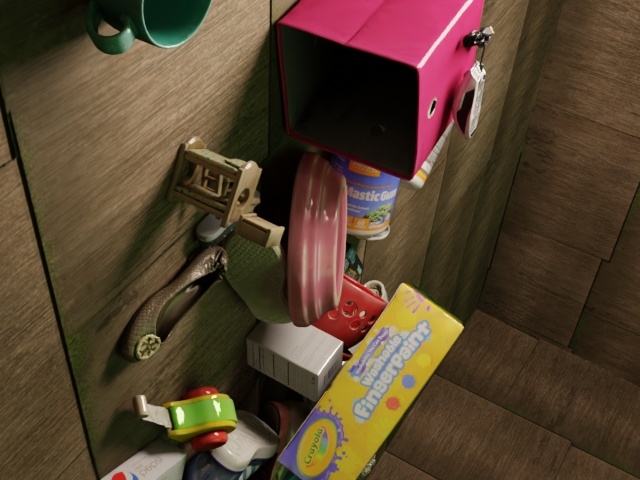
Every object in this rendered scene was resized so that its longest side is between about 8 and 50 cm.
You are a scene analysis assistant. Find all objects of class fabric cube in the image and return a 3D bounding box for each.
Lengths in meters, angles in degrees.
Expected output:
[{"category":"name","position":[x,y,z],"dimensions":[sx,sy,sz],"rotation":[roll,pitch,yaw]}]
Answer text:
[{"category":"fabric cube","position":[0.107,-0.304,1.430],"dimensions":[0.258,0.259,0.254],"rotation":[-53,156,-32]}]

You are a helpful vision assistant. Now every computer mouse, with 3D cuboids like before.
[{"category":"computer mouse","position":[0.248,-0.263,1.410],"dimensions":[0.106,0.042,0.193],"rotation":[-47,147,-57]}]

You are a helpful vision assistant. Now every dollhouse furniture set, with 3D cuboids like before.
[{"category":"dollhouse furniture set","position":[-0.105,-0.079,1.273],"dimensions":[0.161,0.182,0.101],"rotation":[-14,126,-65]}]

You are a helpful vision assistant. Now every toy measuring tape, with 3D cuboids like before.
[{"category":"toy measuring tape","position":[-0.226,0.312,1.518],"dimensions":[0.121,0.121,0.330],"rotation":[-60,160,-13]}]

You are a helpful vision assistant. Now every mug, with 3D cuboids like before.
[{"category":"mug","position":[-0.199,-0.284,0.920],"dimensions":[0.158,0.097,0.129],"rotation":[-35,145,-53]}]

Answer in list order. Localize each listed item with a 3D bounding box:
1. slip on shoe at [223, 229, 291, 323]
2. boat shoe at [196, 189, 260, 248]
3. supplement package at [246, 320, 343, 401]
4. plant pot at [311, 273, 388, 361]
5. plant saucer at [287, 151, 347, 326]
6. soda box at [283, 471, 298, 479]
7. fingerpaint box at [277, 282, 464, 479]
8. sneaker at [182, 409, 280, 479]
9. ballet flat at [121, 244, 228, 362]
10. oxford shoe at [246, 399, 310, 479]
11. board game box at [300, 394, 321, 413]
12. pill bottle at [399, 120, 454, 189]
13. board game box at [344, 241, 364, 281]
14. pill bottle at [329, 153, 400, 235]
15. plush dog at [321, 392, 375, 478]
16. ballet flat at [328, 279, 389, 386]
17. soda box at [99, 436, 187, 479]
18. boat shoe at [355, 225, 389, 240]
[{"category":"slip on shoe","position":[-0.104,0.049,1.559],"dimensions":[0.331,0.123,0.101],"rotation":[73,21,-60]},{"category":"boat shoe","position":[-0.156,-0.038,1.403],"dimensions":[0.142,0.049,0.040],"rotation":[-42,157,-34]},{"category":"supplement package","position":[-0.055,0.239,1.777],"dimensions":[0.105,0.179,0.105],"rotation":[-49,155,-35]},{"category":"plant pot","position":[0.031,0.164,1.911],"dimensions":[0.174,0.191,0.191],"rotation":[-56,160,2]},{"category":"plant saucer","position":[0.000,0.000,1.590],"dimensions":[0.332,0.084,0.332],"rotation":[4,90,-84]},{"category":"soda box","position":[-0.133,0.660,2.237],"dimensions":[0.210,0.071,0.067],"rotation":[-29,139,-59]},{"category":"fingerpaint box","position":[0.127,0.317,1.840],"dimensions":[0.445,0.163,0.371],"rotation":[-55,171,2]},{"category":"sneaker","position":[-0.221,0.499,1.789],"dimensions":[0.236,0.130,0.323],"rotation":[-52,170,6]},{"category":"ballet flat","position":[-0.228,0.101,1.359],"dimensions":[0.250,0.058,0.084],"rotation":[-52,156,-33]},{"category":"oxford shoe","position":[-0.105,0.547,2.045],"dimensions":[0.130,0.123,0.348],"rotation":[2,115,-40]},{"category":"board game box","position":[-0.019,0.445,2.174],"dimensions":[0.210,0.047,0.160],"rotation":[86,-8,-54]},{"category":"pill bottle","position":[0.211,-0.266,1.878],"dimensions":[0.278,0.162,0.162],"rotation":[-64,160,-3]},{"category":"board game box","position":[0.057,0.089,2.111],"dimensions":[0.126,0.026,0.186],"rotation":[-61,160,-12]},{"category":"pill bottle","position":[0.095,-0.159,1.727],"dimensions":[0.152,0.152,0.272],"rotation":[-39,147,-51]},{"category":"plush dog","position":[0.028,0.520,2.347],"dimensions":[0.211,0.262,0.225],"rotation":[32,67,-29]},{"category":"ballet flat","position":[0.081,0.226,2.210],"dimensions":[0.400,0.139,0.139],"rotation":[-47,155,-55]},{"category":"soda box","position":[-0.329,0.436,1.484],"dimensions":[0.216,0.069,0.074],"rotation":[-29,139,-59]},{"category":"boat shoe","position":[0.105,-0.049,1.982],"dimensions":[0.095,0.084,0.258],"rotation":[-67,160,7]}]
